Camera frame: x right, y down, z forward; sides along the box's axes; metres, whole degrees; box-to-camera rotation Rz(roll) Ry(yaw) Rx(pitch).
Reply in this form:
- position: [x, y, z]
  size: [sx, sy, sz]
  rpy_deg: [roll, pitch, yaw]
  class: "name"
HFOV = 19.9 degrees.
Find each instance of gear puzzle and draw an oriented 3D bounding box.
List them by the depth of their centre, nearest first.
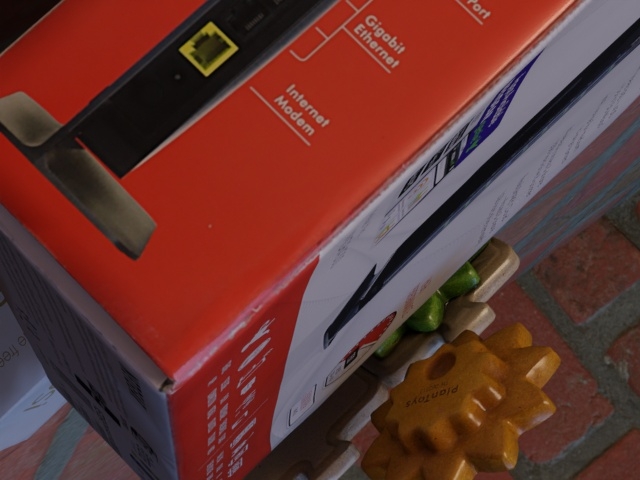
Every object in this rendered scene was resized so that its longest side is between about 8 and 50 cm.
- position: [-0.014, 0.034, 0.793]
  size: [0.175, 0.044, 0.339]
  rpy_deg: [-45, -150, -8]
  class: "gear puzzle"

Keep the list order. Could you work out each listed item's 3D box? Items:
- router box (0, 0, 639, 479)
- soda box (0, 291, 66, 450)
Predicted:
- position: [0.037, -0.057, 0.564]
  size: [0.301, 0.082, 0.335]
  rpy_deg: [-43, 172, -11]
  class: "router box"
- position: [-0.103, 0.010, 0.793]
  size: [0.216, 0.069, 0.074]
  rpy_deg: [-43, 170, 25]
  class: "soda box"
